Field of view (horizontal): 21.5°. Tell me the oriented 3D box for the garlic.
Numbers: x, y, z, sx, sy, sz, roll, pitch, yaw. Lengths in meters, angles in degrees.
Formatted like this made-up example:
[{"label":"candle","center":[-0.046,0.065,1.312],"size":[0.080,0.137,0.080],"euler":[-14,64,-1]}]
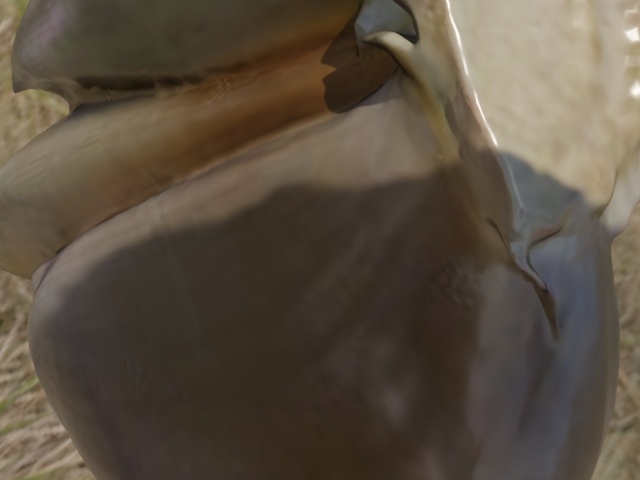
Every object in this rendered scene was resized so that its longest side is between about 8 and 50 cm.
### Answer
[{"label":"garlic","center":[-0.001,-0.001,0.603],"size":[0.132,0.325,0.279],"euler":[-4,75,-38]}]
